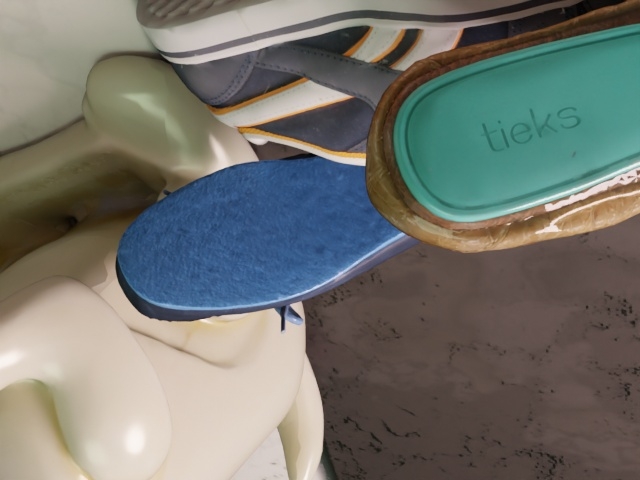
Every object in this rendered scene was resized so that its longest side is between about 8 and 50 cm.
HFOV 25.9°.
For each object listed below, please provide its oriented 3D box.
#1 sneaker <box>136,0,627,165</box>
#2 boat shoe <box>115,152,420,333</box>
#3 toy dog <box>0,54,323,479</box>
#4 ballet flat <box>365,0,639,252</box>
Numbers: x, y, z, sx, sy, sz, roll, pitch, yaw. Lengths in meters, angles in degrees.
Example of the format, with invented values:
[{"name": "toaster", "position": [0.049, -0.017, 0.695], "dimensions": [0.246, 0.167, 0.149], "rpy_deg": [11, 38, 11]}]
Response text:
[{"name": "sneaker", "position": [0.060, -0.122, 0.739], "dimensions": [0.321, 0.126, 0.127], "rpy_deg": [-4, 137, 37]}, {"name": "boat shoe", "position": [0.000, 0.000, 0.852], "dimensions": [0.258, 0.109, 0.089], "rpy_deg": [-14, 163, -19]}, {"name": "toy dog", "position": [-0.175, 0.153, 0.936], "dimensions": [0.284, 0.408, 0.395], "rpy_deg": [-10, 137, 29]}, {"name": "ballet flat", "position": [0.183, -0.066, 0.643], "dimensions": [0.342, 0.116, 0.124], "rpy_deg": [-17, 175, -4]}]
